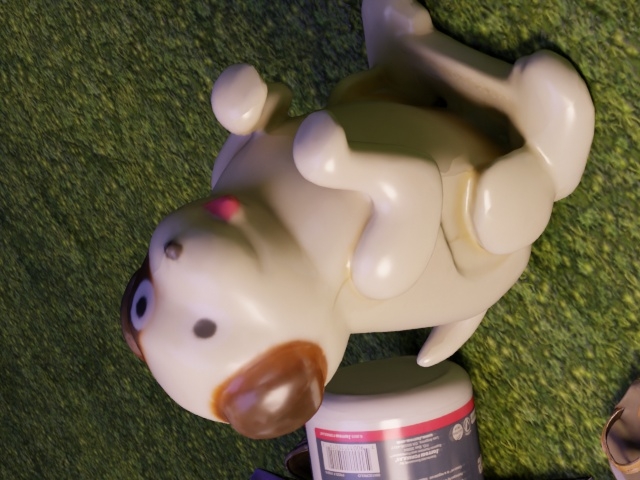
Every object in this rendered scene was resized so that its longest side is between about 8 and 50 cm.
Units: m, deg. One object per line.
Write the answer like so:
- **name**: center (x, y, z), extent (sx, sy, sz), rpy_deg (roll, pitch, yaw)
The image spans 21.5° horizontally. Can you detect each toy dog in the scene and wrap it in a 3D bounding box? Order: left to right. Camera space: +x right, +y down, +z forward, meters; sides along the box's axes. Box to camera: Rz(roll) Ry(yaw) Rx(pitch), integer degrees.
- **toy dog**: center (0.000, 0.000, 1.561), extent (0.284, 0.408, 0.395), rpy_deg (38, 146, 31)

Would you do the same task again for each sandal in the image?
- **sandal**: center (0.306, 0.197, 1.659), extent (0.072, 0.049, 0.180), rpy_deg (42, 154, 26)

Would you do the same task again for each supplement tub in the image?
- **supplement tub**: center (0.089, 0.279, 1.872), extent (0.191, 0.191, 0.272), rpy_deg (7, 108, 54)

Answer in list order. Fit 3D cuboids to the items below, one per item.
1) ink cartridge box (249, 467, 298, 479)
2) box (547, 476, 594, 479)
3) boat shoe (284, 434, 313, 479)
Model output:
- **ink cartridge box**: center (0.005, 0.342, 2.143), extent (0.208, 0.045, 0.206), rpy_deg (20, 176, -38)
- **box**: center (0.259, 0.348, 1.890), extent (0.159, 0.044, 0.233), rpy_deg (60, 151, -5)
- **boat shoe**: center (0.057, 0.279, 2.078), extent (0.285, 0.092, 0.103), rpy_deg (2, 121, 56)
